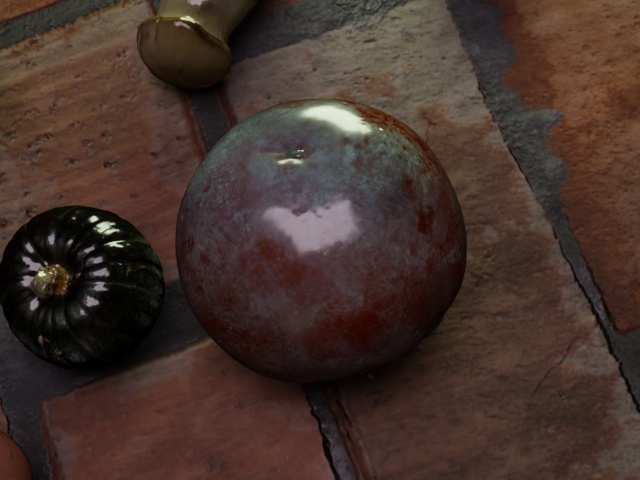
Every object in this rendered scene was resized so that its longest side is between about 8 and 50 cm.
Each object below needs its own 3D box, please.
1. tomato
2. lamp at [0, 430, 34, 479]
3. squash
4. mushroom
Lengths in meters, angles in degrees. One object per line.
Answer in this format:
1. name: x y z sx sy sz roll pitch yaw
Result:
1. tomato: 0.000 0.000 1.462 0.317 0.282 0.316 -9 46 10
2. lamp: -0.438 0.304 1.392 0.305 0.239 0.305 -2 67 5
3. squash: -0.272 0.050 1.533 0.193 0.156 0.193 -16 51 21
4. mushroom: -0.103 -0.378 1.704 0.154 0.137 0.407 17 72 0
